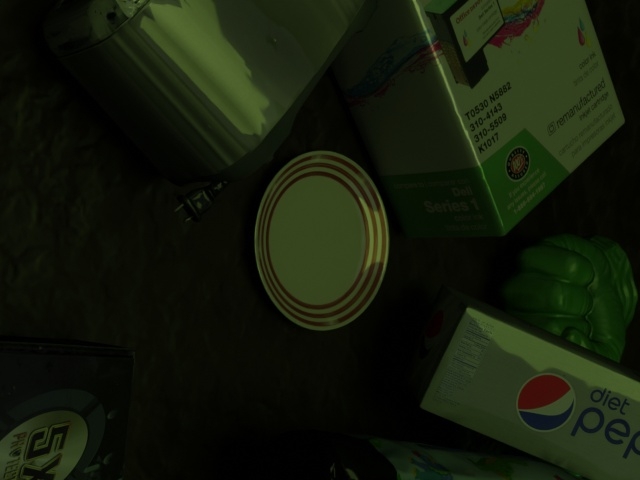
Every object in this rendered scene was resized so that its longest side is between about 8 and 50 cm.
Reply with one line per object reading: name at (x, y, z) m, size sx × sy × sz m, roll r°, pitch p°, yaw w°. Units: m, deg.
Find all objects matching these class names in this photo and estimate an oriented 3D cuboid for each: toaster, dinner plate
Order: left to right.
toaster at (-0.077, -0.140, 0.693) m, size 0.146 × 0.129 × 0.227 m, roll 46°, pitch 64°, yaw -27°
dinner plate at (0.000, 0.000, 0.831) m, size 0.141 × 0.017 × 0.141 m, roll -2°, pitch 92°, yaw -41°

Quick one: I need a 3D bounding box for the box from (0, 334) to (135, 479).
box at (-0.199, 0.146, 0.621) m, size 0.147 × 0.077 × 0.180 m, roll 10°, pitch 84°, yaw -41°

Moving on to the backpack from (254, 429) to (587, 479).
backpack at (0.110, 0.282, 0.799) m, size 0.355 × 0.273 × 0.290 m, roll 4°, pitch 87°, yaw -22°

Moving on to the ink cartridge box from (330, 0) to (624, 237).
ink cartridge box at (0.115, -0.170, 0.862) m, size 0.201 × 0.117 × 0.278 m, roll -39°, pitch 114°, yaw -34°

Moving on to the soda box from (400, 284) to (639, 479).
soda box at (0.216, 0.138, 0.873) m, size 0.286 × 0.098 × 0.091 m, roll 24°, pitch 95°, yaw -8°

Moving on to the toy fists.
toy fists at (0.240, 0.132, 0.990) m, size 0.142 × 0.096 × 0.279 m, roll -16°, pitch 102°, yaw -37°
